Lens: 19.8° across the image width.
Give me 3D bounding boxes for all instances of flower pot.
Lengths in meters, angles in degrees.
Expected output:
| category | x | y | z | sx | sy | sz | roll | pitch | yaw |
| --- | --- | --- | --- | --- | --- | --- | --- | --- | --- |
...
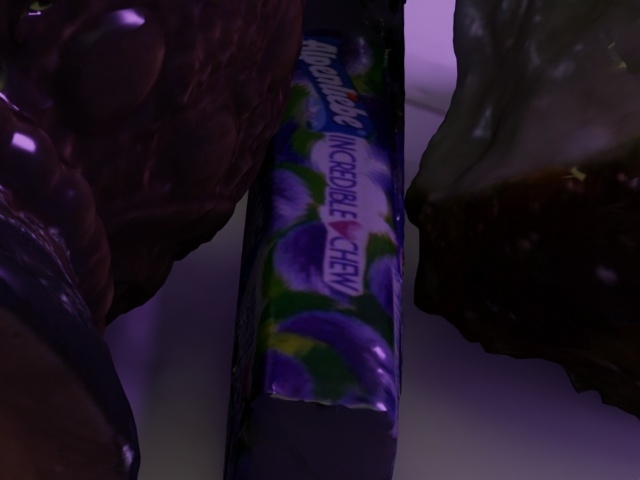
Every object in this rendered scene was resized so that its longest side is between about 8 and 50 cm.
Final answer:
| category | x | y | z | sx | sy | sz | roll | pitch | yaw |
| --- | --- | --- | --- | --- | --- | --- | --- | --- | --- |
| flower pot | -0.142 | -0.032 | 0.597 | 0.266 | 0.266 | 0.267 | 6 | 44 | -1 |

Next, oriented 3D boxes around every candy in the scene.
| category | x | y | z | sx | sy | sz | roll | pitch | yaw |
| --- | --- | --- | --- | --- | --- | --- | --- | --- | --- |
| candy | 0.000 | 0.000 | 0.705 | 0.061 | 0.088 | 0.312 | 7 | 34 | -2 |

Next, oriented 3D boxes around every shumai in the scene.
| category | x | y | z | sx | sy | sz | roll | pitch | yaw |
| --- | --- | --- | --- | --- | --- | --- | --- | --- | --- |
| shumai | 0.143 | -0.045 | 0.743 | 0.309 | 0.304 | 0.263 | 29 | 71 | 8 |
